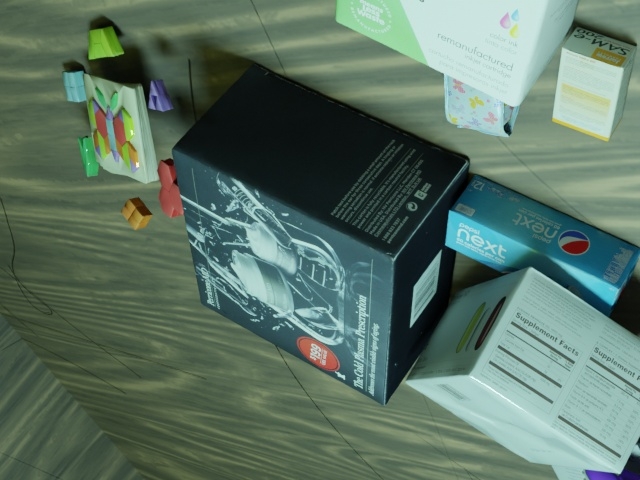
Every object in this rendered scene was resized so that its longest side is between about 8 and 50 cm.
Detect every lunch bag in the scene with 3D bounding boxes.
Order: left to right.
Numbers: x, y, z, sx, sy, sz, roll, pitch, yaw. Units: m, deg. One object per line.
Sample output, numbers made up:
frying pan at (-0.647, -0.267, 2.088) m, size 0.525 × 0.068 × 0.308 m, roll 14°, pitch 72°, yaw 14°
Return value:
lunch bag at (0.169, -0.152, 1.117) m, size 0.071 × 0.053 × 0.083 m, roll 18°, pitch 134°, yaw 28°

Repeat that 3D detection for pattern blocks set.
pattern blocks set at (-0.281, -0.154, 1.492) m, size 0.325 × 0.026 × 0.285 m, roll -2°, pitch 104°, yaw 58°

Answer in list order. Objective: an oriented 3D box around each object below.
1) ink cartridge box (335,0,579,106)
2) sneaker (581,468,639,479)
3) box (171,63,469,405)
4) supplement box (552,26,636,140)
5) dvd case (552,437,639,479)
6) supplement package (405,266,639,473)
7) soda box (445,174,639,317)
ink cartridge box at (0.131, -0.303, 0.884) m, size 0.207 × 0.119 × 0.353 m, roll 29°, pitch 149°, yaw 17°
sneaker at (0.492, 0.354, 1.400) m, size 0.293 × 0.146 × 0.102 m, roll 37°, pitch -168°, yaw 29°
box at (0.000, 0.000, 1.379) m, size 0.312 × 0.179 × 0.343 m, roll 27°, pitch 148°, yaw 21°
supplement box at (0.263, -0.150, 1.031) m, size 0.062 × 0.036 × 0.098 m, roll 25°, pitch 148°, yaw 22°
dvd case at (0.423, 0.351, 1.556) m, size 0.180 × 0.022 × 0.253 m, roll 5°, pitch 136°, yaw 44°
supplement package at (0.250, 0.158, 1.274) m, size 0.204 × 0.145 × 0.262 m, roll 33°, pitch 166°, yaw -4°
soda box at (0.252, 0.008, 1.229) m, size 0.210 × 0.067 × 0.071 m, roll 27°, pitch 148°, yaw 20°
